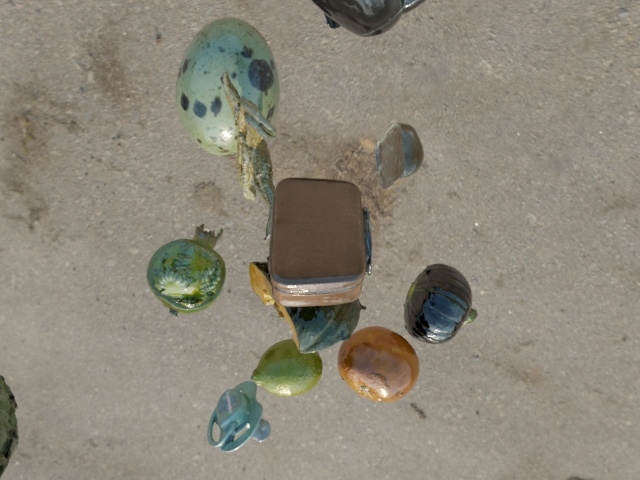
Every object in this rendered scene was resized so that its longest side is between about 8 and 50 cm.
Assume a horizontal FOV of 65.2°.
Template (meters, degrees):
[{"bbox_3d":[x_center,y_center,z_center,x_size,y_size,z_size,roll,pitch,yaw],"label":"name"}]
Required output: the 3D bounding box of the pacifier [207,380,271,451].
[{"bbox_3d":[-0.143,0.340,0.929,0.127,0.150,0.116,-44,117,-5],"label":"pacifier"}]

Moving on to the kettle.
[{"bbox_3d":[0.076,-0.494,0.845,0.268,0.207,0.290,-15,135,32],"label":"kettle"}]

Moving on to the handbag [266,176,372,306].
[{"bbox_3d":[0.000,0.000,0.730,0.151,0.193,0.072,2,143,0],"label":"handbag"}]

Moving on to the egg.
[{"bbox_3d":[-0.253,-0.416,1.392,0.287,0.288,0.379,21,131,-2],"label":"egg"}]

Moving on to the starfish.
[{"bbox_3d":[-0.160,-0.191,1.241,0.082,0.324,0.432,-17,137,-16],"label":"starfish"}]

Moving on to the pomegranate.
[{"bbox_3d":[-0.437,0.091,1.700,0.260,0.341,0.260,19,152,10],"label":"pomegranate"}]

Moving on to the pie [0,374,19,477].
[{"bbox_3d":[-0.491,0.187,0.589,0.302,0.302,0.067,39,85,-11],"label":"pie"}]

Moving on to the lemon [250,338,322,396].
[{"bbox_3d":[-0.102,0.409,1.609,0.248,0.184,0.184,-9,122,-26],"label":"lemon"}]

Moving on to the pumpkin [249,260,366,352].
[{"bbox_3d":[-0.029,0.086,0.990,0.163,0.278,0.111,-24,123,-20],"label":"pumpkin"}]

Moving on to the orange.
[{"bbox_3d":[0.197,0.421,1.718,0.283,0.226,0.284,20,147,14],"label":"orange"}]

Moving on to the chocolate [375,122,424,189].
[{"bbox_3d":[0.227,-0.233,1.397,0.080,0.254,0.157,-6,86,-9],"label":"chocolate"}]

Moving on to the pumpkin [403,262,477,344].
[{"bbox_3d":[0.443,0.249,1.809,0.295,0.296,0.296,4,118,8],"label":"pumpkin"}]
